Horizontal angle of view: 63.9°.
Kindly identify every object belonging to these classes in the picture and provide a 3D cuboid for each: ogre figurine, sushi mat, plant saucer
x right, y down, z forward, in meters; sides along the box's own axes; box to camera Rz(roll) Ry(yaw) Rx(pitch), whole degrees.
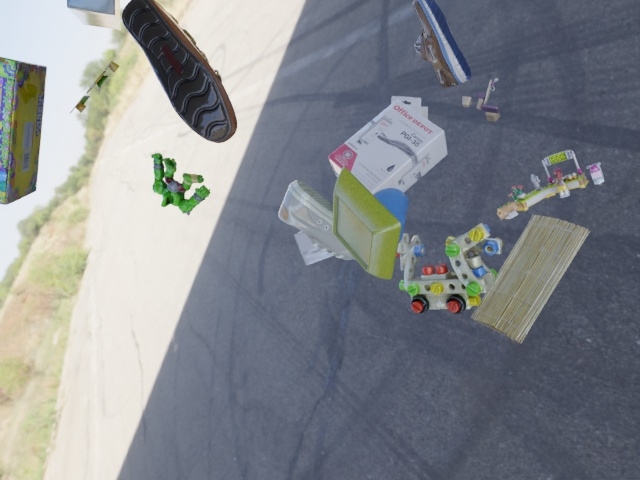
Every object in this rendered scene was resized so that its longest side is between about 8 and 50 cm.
[{"bbox_3d":[-0.414,-0.155,1.469,0.118,0.196,0.097,-58,11,30],"label":"ogre figurine"},{"bbox_3d":[0.506,0.085,1.250,0.317,0.019,0.151,-58,35,-2],"label":"sushi mat"},{"bbox_3d":[0.080,-0.024,1.053,0.188,0.045,0.189,49,156,31],"label":"plant saucer"}]

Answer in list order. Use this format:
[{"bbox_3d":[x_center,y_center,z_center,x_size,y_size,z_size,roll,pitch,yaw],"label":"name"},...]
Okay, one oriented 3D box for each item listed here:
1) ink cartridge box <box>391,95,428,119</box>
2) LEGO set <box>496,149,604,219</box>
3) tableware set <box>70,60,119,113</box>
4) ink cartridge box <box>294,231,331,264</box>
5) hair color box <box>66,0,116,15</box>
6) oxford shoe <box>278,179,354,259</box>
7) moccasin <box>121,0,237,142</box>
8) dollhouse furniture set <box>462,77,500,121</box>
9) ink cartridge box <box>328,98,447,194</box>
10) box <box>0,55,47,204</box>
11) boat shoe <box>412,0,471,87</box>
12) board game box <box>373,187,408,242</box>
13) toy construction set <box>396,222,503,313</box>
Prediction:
[{"bbox_3d":[0.303,-0.396,1.755,0.115,0.067,0.198,14,122,30],"label":"ink cartridge box"},{"bbox_3d":[0.615,-0.163,1.417,0.286,0.107,0.132,-22,11,24],"label":"LEGO set"},{"bbox_3d":[-0.529,-0.359,1.211,0.154,0.024,0.104,-42,30,18],"label":"tableware set"},{"bbox_3d":[0.000,0.000,1.951,0.128,0.128,0.176,-21,6,17],"label":"ink cartridge box"},{"bbox_3d":[-0.600,-0.687,1.376,0.374,0.113,0.186,-139,52,-66],"label":"hair color box"},{"bbox_3d":[0.040,-0.019,1.602,0.130,0.449,0.169,-46,34,12],"label":"oxford shoe"},{"bbox_3d":[-0.321,-0.399,1.227,0.139,0.380,0.147,-41,-4,18],"label":"moccasin"},{"bbox_3d":[0.420,-0.360,1.306,0.090,0.114,0.081,15,90,25],"label":"dollhouse furniture set"},{"bbox_3d":[0.198,-0.252,1.509,0.283,0.117,0.207,-41,58,-6],"label":"ink cartridge box"},{"bbox_3d":[-0.755,-0.253,1.067,0.177,0.278,0.290,-122,44,-72],"label":"box"},{"bbox_3d":[0.213,-0.367,0.963,0.066,0.183,0.066,-20,23,37],"label":"boat shoe"},{"bbox_3d":[0.142,-0.047,1.215,0.033,0.133,0.169,33,123,49],"label":"board game box"},{"bbox_3d":[0.299,0.067,1.283,0.327,0.151,0.215,-1,107,56],"label":"toy construction set"}]
